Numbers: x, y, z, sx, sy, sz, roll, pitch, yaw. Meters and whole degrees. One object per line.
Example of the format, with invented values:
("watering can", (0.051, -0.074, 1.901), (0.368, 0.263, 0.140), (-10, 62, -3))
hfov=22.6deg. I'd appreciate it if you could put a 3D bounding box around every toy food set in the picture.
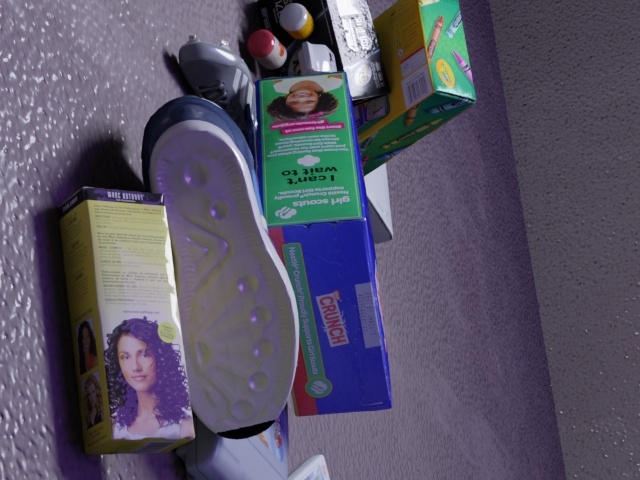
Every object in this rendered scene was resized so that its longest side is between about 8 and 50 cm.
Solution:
("toy food set", (-0.044, -0.206, 2.083), (0.104, 0.111, 0.232), (37, 41, -66))

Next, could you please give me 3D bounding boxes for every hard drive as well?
("hard drive", (0.056, -0.175, 2.539), (0.203, 0.040, 0.307), (54, 26, -52))

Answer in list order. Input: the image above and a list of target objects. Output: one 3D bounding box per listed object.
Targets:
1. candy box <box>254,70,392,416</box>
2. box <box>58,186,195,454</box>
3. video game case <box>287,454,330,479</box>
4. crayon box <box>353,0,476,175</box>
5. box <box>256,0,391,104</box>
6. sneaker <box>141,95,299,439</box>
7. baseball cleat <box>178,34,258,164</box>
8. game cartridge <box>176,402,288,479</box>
("candy box", (0.000, 0.000, 1.832), (0.317, 0.122, 0.268), (-98, 180, -55))
("box", (-0.173, 0.071, 1.426), (0.087, 0.058, 0.232), (3, 68, -36))
("video game case", (-0.006, 0.361, 1.879), (0.201, 0.023, 0.183), (-22, 97, -74))
("crayon box", (0.089, -0.214, 2.262), (0.081, 0.278, 0.165), (10, 62, -36))
("box", (0.003, -0.267, 2.209), (0.078, 0.147, 0.180), (-14, 90, -39))
("sneaker", (-0.104, 0.013, 1.614), (0.236, 0.130, 0.322), (-114, -168, -76))
("baseball cleat", (-0.107, -0.155, 1.898), (0.206, 0.072, 0.109), (43, 42, -56))
("game cartridge", (-0.092, 0.151, 1.716), (0.198, 0.062, 0.297), (50, 30, -49))
